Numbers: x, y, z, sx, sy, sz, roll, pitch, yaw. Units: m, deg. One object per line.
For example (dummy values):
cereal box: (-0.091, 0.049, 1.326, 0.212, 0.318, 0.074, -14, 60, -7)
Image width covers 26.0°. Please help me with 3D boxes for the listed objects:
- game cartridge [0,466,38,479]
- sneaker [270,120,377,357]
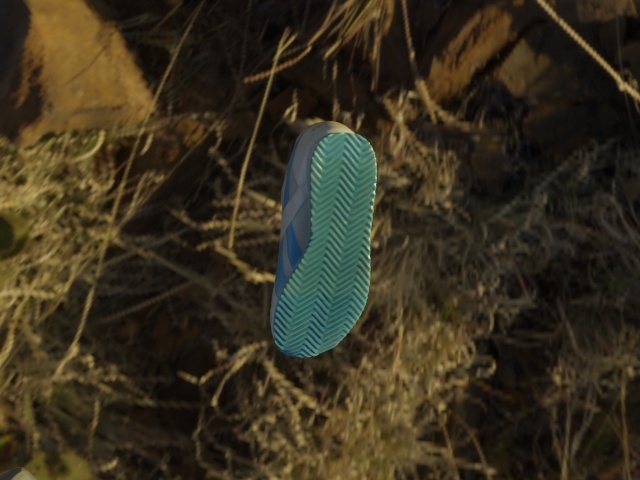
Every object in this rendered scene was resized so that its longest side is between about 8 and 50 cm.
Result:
game cartridge: (-0.153, 0.241, 0.833, 0.196, 0.060, 0.294, 39, 150, 6)
sneaker: (0.000, 0.000, 1.317, 0.087, 0.092, 0.229, 8, 105, -17)
